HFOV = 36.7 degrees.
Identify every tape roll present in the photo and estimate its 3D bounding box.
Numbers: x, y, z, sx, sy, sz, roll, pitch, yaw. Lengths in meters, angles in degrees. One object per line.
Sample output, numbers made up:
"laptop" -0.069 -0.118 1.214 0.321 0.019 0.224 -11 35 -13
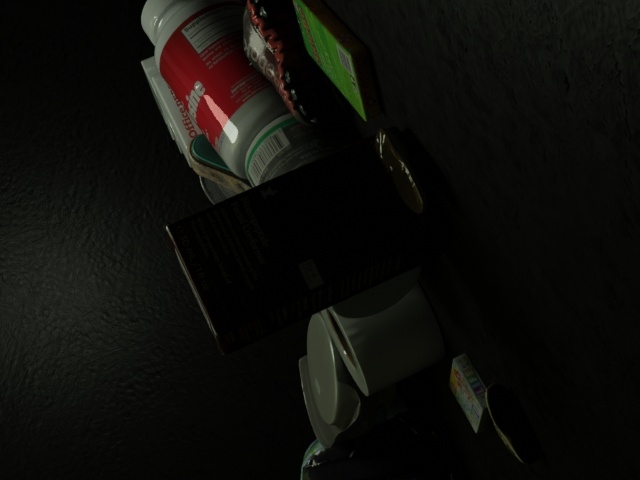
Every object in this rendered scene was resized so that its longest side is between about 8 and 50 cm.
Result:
"tape roll" 0.112 0.157 1.871 0.246 0.169 0.246 155 90 -83

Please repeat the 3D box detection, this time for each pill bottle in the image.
"pill bottle" -0.183 -0.335 1.915 0.407 0.229 0.229 53 168 23
"pill bottle" 0.020 -0.049 1.708 0.204 0.204 0.361 75 168 -53

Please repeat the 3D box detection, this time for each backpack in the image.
"backpack" 0.127 0.534 2.267 0.290 0.356 0.273 65 174 -8

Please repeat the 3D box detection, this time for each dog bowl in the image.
"dog bowl" 0.038 0.280 2.143 0.349 0.102 0.348 175 90 -76

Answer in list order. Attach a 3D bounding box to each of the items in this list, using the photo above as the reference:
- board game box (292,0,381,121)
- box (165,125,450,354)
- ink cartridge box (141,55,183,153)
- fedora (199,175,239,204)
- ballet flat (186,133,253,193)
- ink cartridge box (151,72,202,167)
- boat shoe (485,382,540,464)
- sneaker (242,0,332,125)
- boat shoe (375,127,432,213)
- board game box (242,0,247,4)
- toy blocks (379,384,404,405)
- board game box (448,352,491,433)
"board game box" 0.020 -0.305 1.539 0.259 0.039 0.124 53 166 46
"box" -0.018 0.002 1.457 0.191 0.382 0.143 62 170 18
"ink cartridge box" -0.287 -0.390 2.481 0.198 0.270 0.197 90 154 -72
"fedora" -0.149 -0.187 2.366 0.243 0.275 0.124 53 151 -8
"ballet flat" -0.129 -0.124 1.993 0.316 0.107 0.106 29 153 1
"ink cartridge box" -0.198 -0.308 2.098 0.201 0.278 0.117 62 173 18
"boat shoe" 0.291 0.285 1.501 0.135 0.050 0.045 65 167 3
"sneaker" -0.065 -0.323 1.730 0.276 0.098 0.135 66 153 5
"boat shoe" 0.129 -0.105 1.381 0.056 0.049 0.152 109 143 -52
"board game box" -0.216 -0.641 2.015 0.305 0.053 0.193 59 171 40
"toy blocks" 0.112 0.327 2.498 0.381 0.191 0.260 -121 21 -67
"board game box" 0.267 0.273 1.713 0.103 0.026 0.154 61 171 25
